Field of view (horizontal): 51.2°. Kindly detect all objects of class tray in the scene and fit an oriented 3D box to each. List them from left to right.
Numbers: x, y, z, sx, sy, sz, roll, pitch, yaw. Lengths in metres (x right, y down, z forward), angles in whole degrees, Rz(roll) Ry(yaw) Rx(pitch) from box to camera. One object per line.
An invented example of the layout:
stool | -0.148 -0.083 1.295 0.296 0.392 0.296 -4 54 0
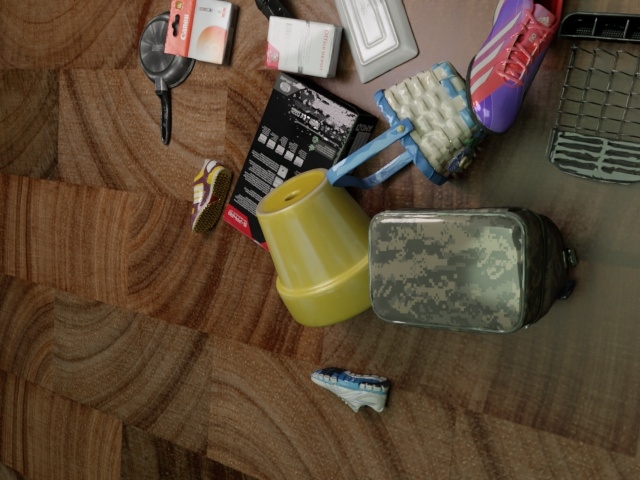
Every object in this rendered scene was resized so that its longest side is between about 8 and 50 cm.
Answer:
tray | 0.098 -0.480 1.387 0.145 0.030 0.270 -21 83 32

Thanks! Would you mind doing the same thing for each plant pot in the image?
plant pot | 0.000 0.000 1.311 0.254 0.254 0.239 -16 116 34

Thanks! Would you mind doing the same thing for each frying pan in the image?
frying pan | -0.424 -0.437 1.732 0.197 0.053 0.326 32 108 27

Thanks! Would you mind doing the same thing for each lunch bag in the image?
lunch bag | 0.270 0.042 1.184 0.305 0.256 0.213 0 96 35

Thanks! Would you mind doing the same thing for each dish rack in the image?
dish rack | 0.490 -0.234 1.122 0.208 0.074 0.272 16 103 32

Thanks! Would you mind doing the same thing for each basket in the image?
basket | 0.163 -0.184 1.236 0.289 0.254 0.201 -30 84 21

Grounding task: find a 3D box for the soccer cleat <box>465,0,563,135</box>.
soccer cleat | 0.332 -0.323 1.112 0.116 0.108 0.318 -27 37 63

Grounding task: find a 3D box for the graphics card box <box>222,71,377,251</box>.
graphics card box | -0.054 -0.156 1.479 0.232 0.094 0.371 34 113 27

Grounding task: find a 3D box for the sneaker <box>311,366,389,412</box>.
sneaker | 0.060 0.332 1.462 0.190 0.071 0.083 8 104 33

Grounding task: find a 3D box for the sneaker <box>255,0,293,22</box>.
sneaker | -0.110 -0.525 1.507 0.051 0.089 0.170 -33 111 1

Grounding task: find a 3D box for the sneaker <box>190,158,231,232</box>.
sneaker | -0.286 -0.111 1.660 0.084 0.069 0.186 37 107 35

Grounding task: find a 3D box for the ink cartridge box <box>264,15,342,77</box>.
ink cartridge box | -0.036 -0.417 1.440 0.150 0.063 0.109 14 107 17

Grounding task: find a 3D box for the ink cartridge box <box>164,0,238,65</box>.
ink cartridge box | -0.297 -0.512 1.613 0.179 0.045 0.146 14 102 12
